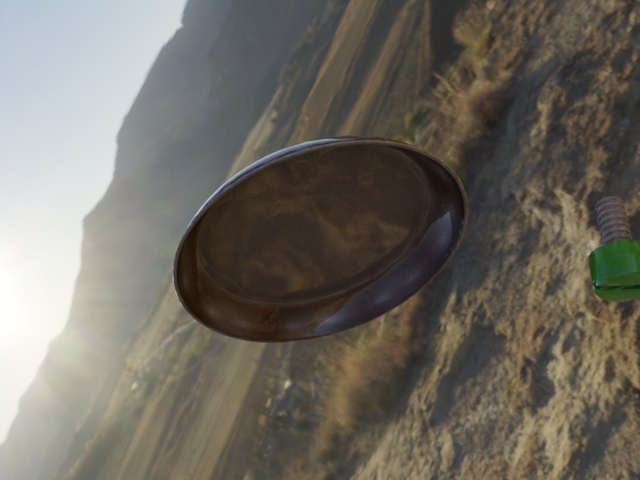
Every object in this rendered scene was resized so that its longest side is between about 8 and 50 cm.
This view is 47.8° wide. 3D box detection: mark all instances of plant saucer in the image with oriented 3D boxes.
[{"bbox_3d":[0.000,0.000,0.752,0.310,0.310,0.050,-53,41,37],"label":"plant saucer"}]

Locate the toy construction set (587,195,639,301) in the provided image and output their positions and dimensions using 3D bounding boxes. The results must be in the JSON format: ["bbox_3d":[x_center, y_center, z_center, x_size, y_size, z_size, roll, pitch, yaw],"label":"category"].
[{"bbox_3d":[0.340,0.110,0.410,0.257,0.309,0.237,-20,50,31],"label":"toy construction set"}]
